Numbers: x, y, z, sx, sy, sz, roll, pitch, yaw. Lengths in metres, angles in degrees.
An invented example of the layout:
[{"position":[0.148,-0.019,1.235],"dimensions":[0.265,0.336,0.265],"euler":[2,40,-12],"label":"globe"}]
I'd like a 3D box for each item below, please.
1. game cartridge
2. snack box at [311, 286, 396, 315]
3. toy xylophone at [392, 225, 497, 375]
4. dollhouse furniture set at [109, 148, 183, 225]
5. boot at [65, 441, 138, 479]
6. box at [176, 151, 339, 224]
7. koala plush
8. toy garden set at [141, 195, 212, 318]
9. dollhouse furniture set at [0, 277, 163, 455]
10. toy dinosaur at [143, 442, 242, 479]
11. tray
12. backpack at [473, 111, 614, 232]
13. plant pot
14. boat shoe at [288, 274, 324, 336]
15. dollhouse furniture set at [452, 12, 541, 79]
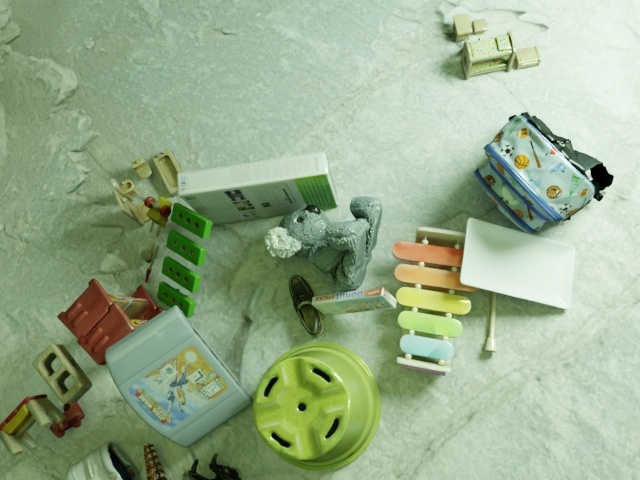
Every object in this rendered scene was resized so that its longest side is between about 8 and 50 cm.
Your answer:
[{"position":[-0.298,0.298,1.211],"dimensions":[0.198,0.297,0.062],"euler":[-36,28,-9],"label":"game cartridge"},{"position":[0.071,0.135,1.262],"dimensions":[0.178,0.064,0.022],"euler":[-11,53,31],"label":"snack box"},{"position":[0.274,0.131,1.264],"dimensions":[0.236,0.081,0.323],"euler":[1,76,7],"label":"toy xylophone"},{"position":[-0.420,-0.148,1.410],"dimensions":[0.151,0.123,0.144],"euler":[-30,73,-1],"label":"dollhouse furniture set"},{"position":[-0.437,0.563,1.235],"dimensions":[0.123,0.095,0.258],"euler":[-39,73,4],"label":"boot"},{"position":[-0.129,-0.110,1.305],"dimensions":[0.321,0.232,0.059],"euler":[-6,75,5],"label":"box"},{"position":[0.000,0.000,1.287],"dimensions":[0.221,0.196,0.203],"euler":[16,122,17],"label":"koala plush"},{"position":[-0.341,0.025,1.355],"dimensions":[0.203,0.049,0.244],"euler":[27,113,28],"label":"toy garden set"},{"position":[-0.528,0.272,1.282],"dimensions":[0.374,0.201,0.152],"euler":[-46,74,1],"label":"dollhouse furniture set"},{"position":[-0.277,0.567,1.194],"dimensions":[0.218,0.164,0.322],"euler":[-43,91,10],"label":"toy dinosaur"},{"position":[0.422,0.053,1.248],"dimensions":[0.270,0.030,0.145],"euler":[14,76,-13],"label":"tray"},{"position":[0.449,-0.144,1.221],"dimensions":[0.276,0.263,0.213],"euler":[45,101,16],"label":"backpack"},{"position":[-0.021,0.331,1.161],"dimensions":[0.276,0.254,0.276],"euler":[-2,75,8],"label":"plant pot"},{"position":[-0.033,0.144,1.318],"dimensions":[0.056,0.049,0.152],"euler":[-27,73,1],"label":"boat shoe"},{"position":[0.429,-0.500,1.401],"dimensions":[0.181,0.101,0.161],"euler":[-11,74,5],"label":"dollhouse furniture set"}]
